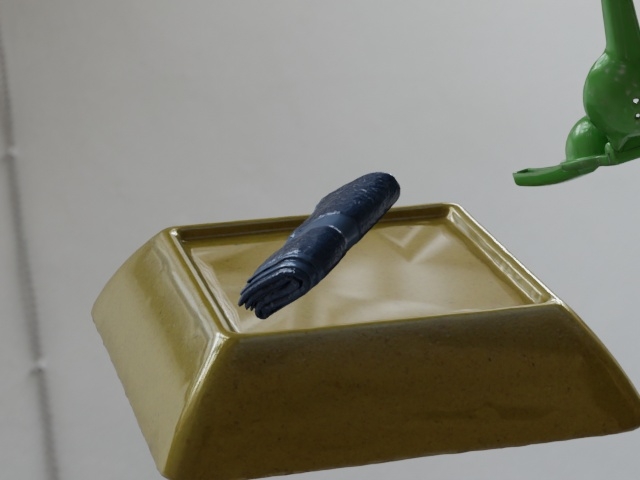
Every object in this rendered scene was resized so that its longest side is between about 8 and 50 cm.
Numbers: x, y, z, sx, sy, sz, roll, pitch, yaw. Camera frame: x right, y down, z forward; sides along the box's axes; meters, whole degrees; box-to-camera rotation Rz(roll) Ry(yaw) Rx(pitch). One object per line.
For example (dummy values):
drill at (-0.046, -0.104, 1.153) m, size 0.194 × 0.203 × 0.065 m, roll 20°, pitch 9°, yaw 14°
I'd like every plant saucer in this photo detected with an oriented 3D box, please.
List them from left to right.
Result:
plant saucer at (0.022, 0.052, 1.391) m, size 0.332 × 0.333 × 0.081 m, roll -6°, pitch -70°, yaw -14°

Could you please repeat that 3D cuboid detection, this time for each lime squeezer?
lime squeezer at (0.160, -0.085, 1.181) m, size 0.059 × 0.310 × 0.110 m, roll -34°, pitch -115°, yaw -22°

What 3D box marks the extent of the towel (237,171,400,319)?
towel at (0.000, 0.000, 1.220) m, size 0.029 × 0.067 × 0.119 m, roll 52°, pitch -135°, yaw -7°
